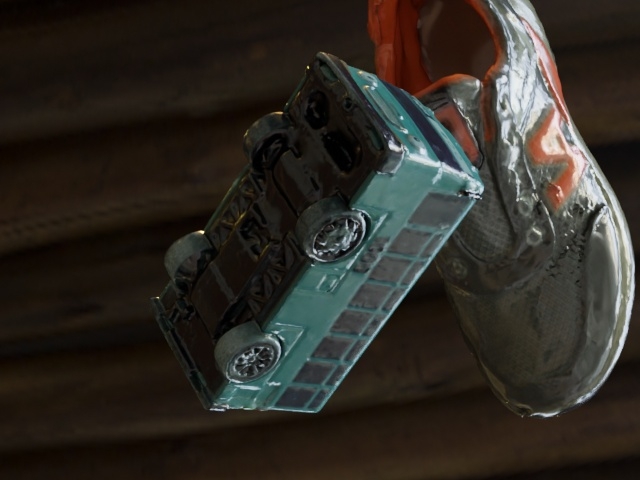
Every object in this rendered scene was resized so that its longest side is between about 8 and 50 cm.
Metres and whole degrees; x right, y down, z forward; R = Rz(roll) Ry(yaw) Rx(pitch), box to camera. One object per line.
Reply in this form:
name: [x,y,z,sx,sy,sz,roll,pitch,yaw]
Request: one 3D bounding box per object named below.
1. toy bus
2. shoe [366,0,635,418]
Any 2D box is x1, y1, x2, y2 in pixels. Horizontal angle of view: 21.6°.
toy bus: [0.000,0.000,0.774,0.092,0.079,0.160,9,-55,-41]
shoe: [0.106,-0.050,1.122,0.132,0.171,0.336,-22,-109,23]
